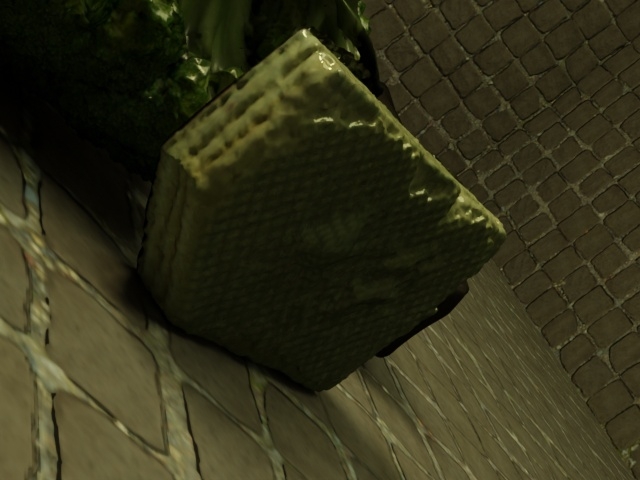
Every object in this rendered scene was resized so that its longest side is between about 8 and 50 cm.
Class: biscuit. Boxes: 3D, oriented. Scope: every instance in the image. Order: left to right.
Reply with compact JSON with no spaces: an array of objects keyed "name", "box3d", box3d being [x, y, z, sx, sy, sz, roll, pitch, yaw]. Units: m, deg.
[{"name":"biscuit","box3d":[0.000,0.000,0.635,0.052,0.150,0.252,56,9,29]}]

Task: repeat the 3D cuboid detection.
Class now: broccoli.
[{"name":"broccoli","box3d":[-0.076,-0.195,0.625,0.303,0.283,0.321,11,53,-54]}]

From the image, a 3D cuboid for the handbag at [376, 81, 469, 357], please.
[{"name":"handbag","box3d":[-0.022,-0.073,0.937,0.257,0.113,0.285,39,22,-34]}]
